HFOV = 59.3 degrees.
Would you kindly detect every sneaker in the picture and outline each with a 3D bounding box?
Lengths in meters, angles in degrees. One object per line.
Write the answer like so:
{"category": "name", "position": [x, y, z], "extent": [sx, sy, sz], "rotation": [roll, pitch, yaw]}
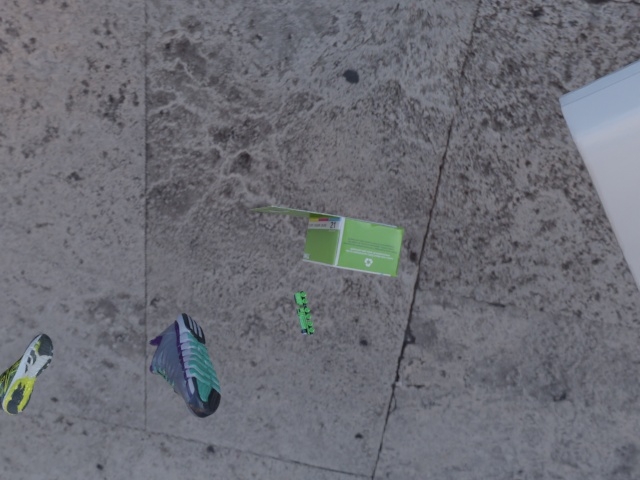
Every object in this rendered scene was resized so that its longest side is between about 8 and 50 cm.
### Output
{"category": "sneaker", "position": [-0.233, 0.223, 0.937], "extent": [0.098, 0.223, 0.083], "rotation": [-34, 125, 2]}
{"category": "sneaker", "position": [-0.301, 0.130, 0.562], "extent": [0.035, 0.083, 0.031], "rotation": [1, 143, 19]}

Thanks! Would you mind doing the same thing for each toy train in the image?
{"category": "toy train", "position": [-0.031, 0.132, 1.014], "extent": [0.024, 0.017, 0.083], "rotation": [-10, 72, -12]}

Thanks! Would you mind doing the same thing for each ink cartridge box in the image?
{"category": "ink cartridge box", "position": [0.000, 0.000, 1.074], "extent": [0.255, 0.189, 0.097], "rotation": [9, 89, -19]}

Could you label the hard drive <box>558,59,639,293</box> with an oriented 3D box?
{"category": "hard drive", "position": [0.336, -0.068, 0.289], "extent": [0.353, 0.047, 0.233], "rotation": [-24, 137, 25]}
